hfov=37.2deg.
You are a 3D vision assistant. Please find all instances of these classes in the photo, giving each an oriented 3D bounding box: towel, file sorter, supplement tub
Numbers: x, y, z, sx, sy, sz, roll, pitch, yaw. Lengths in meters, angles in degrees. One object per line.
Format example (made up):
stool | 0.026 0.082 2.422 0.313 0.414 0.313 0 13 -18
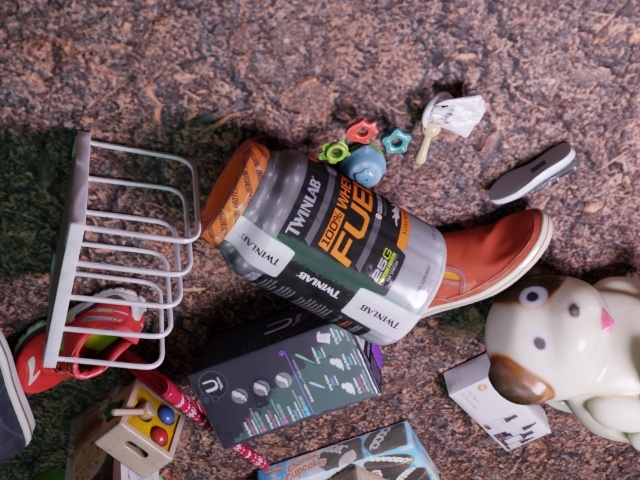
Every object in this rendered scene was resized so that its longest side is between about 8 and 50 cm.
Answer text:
towel | -0.217 0.280 1.602 0.031 0.199 0.275 -52 129 -11
file sorter | -0.280 0.024 1.334 0.173 0.192 0.277 7 132 -18
supplement tub | 0.000 0.000 1.327 0.316 0.193 0.193 28 124 -17

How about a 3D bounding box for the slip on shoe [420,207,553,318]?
slip on shoe | 0.199 0.034 1.467 0.331 0.123 0.101 -24 128 21

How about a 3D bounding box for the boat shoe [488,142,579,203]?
boat shoe | 0.318 -0.090 1.409 0.142 0.049 0.040 -32 130 17

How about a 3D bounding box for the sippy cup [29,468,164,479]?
sippy cup | -0.423 0.561 1.809 0.224 0.305 0.240 -32 169 33

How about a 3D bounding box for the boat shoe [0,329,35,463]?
boat shoe | -0.579 0.204 1.452 0.187 0.156 0.500 19 139 21

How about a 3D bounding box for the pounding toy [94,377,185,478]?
pounding toy | -0.299 0.300 1.562 0.141 0.130 0.100 42 117 -19

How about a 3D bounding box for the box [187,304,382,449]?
box | -0.051 0.198 1.519 0.270 0.165 0.143 -22 104 11

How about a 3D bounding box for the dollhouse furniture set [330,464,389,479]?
dollhouse furniture set | -0.005 0.653 1.835 0.394 0.256 0.362 -37 129 26

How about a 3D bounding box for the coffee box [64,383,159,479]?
coffee box | -0.356 0.391 1.627 0.141 0.246 0.098 -37 128 24

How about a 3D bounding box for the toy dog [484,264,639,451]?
toy dog | 0.456 0.179 1.568 0.408 0.284 0.395 24 162 -29

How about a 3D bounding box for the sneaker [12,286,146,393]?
sneaker | -0.393 0.176 1.508 0.279 0.118 0.107 -34 128 22

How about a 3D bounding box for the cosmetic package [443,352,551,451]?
cosmetic package | 0.332 0.304 1.773 0.099 0.060 0.239 -31 130 19

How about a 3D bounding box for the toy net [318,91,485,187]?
toy net | 0.114 -0.155 1.325 0.232 0.045 0.122 -30 128 17

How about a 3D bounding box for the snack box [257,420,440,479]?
snack box | 0.058 0.475 1.893 0.322 0.060 0.187 -21 133 12
